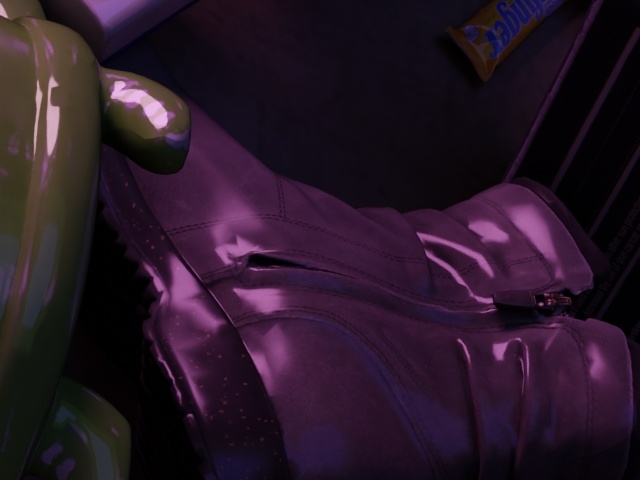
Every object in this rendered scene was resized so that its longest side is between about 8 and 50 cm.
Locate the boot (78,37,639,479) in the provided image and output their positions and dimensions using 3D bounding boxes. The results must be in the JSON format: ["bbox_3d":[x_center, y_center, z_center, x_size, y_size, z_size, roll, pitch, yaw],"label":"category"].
[{"bbox_3d":[0.000,0.000,0.895,0.223,0.118,0.338,-12,58,-19],"label":"boot"}]

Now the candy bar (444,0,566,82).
[{"bbox_3d":[0.130,-0.150,1.191,0.040,0.018,0.161,49,50,-2],"label":"candy bar"}]

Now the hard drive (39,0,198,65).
[{"bbox_3d":[-0.063,-0.242,0.944,0.210,0.040,0.319,46,58,9],"label":"hard drive"}]

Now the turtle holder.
[{"bbox_3d":[-0.192,-0.016,0.743,0.227,0.243,0.320,17,84,-22],"label":"turtle holder"}]

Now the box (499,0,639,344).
[{"bbox_3d":[0.252,-0.016,0.972,0.294,0.296,0.182,29,51,5],"label":"box"}]
